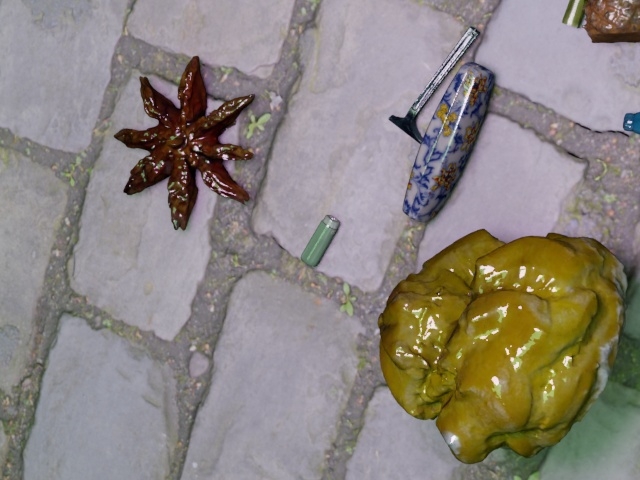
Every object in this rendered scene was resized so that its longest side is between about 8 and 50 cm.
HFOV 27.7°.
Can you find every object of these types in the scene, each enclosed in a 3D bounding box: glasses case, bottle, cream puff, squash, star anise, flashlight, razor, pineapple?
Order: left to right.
[{"bbox_3d":[-0.212,-0.154,2.080,0.288,0.088,0.288,3,98,20],"label":"star anise"},{"bbox_3d":[0.000,0.000,2.037,0.030,0.030,0.083,35,107,16],"label":"bottle"},{"bbox_3d":[0.176,-0.237,1.935,0.066,0.033,0.190,40,109,13],"label":"razor"},{"bbox_3d":[0.187,-0.143,1.911,0.065,0.087,0.248,29,106,21],"label":"glasses case"},{"bbox_3d":[0.229,0.126,1.781,0.275,0.378,0.378,34,109,-7],"label":"cream puff"},{"bbox_3d":[0.370,-0.345,1.843,0.027,0.027,0.083,24,104,19],"label":"squash"},{"bbox_3d":[0.415,-0.392,1.776,0.111,0.119,0.237,-172,83,-66],"label":"pineapple"},{"bbox_3d":[0.488,-0.164,1.805,0.129,0.051,0.051,9,100,26],"label":"flashlight"}]
